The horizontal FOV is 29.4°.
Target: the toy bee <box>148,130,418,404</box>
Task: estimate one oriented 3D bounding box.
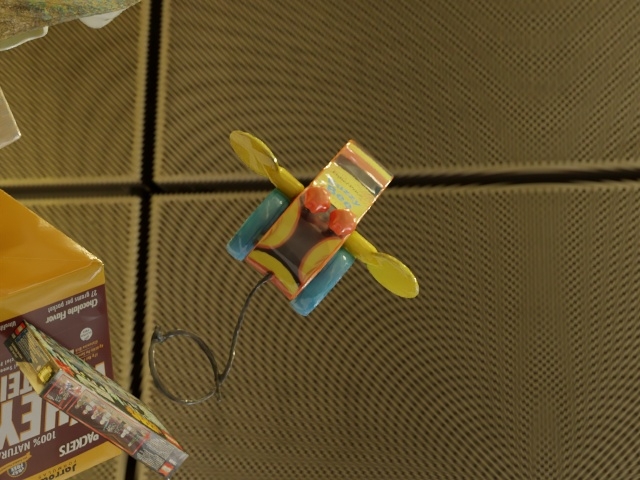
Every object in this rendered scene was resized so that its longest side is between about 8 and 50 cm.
[{"bbox_3d":[0.000,0.000,1.010,0.195,0.162,0.298,26,-132,-16],"label":"toy bee"}]

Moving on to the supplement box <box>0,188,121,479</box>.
[{"bbox_3d":[-0.282,0.088,1.054,0.129,0.194,0.191,-21,-145,-34],"label":"supplement box"}]

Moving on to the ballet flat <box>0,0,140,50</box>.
[{"bbox_3d":[-0.249,-0.228,1.088,0.348,0.123,0.123,-11,-105,15],"label":"ballet flat"}]

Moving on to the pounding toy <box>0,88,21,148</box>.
[{"bbox_3d":[-0.370,-0.114,1.119,0.141,0.100,0.130,-34,-148,-27],"label":"pounding toy"}]

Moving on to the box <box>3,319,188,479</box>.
[{"bbox_3d":[-0.170,0.121,0.927,0.027,0.137,0.094,-50,-144,-3],"label":"box"}]
